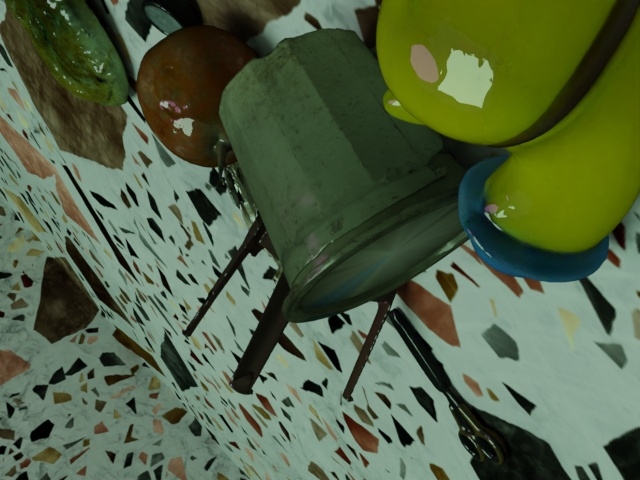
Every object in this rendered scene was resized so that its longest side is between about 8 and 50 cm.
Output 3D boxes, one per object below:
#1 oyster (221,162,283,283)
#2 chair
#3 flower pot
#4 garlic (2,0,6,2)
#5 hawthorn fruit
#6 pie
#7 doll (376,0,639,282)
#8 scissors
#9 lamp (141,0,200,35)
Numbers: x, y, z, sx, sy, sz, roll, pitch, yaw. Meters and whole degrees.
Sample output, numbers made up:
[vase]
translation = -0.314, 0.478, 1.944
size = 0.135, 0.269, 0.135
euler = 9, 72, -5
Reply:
[oyster]
translation = -0.083, -0.051, 1.195
size = 0.199, 0.061, 0.106
euler = 64, 174, -17
[chair]
translation = 0.000, 0.000, 1.000
size = 0.176, 0.183, 0.326
euler = 39, 109, 35
[flower pot]
translation = 0.025, -0.066, 0.786
size = 0.202, 0.212, 0.212
euler = 64, 161, 17
[garlic]
translation = -0.383, -0.384, 1.110
size = 0.207, 0.207, 0.257
euler = 55, 165, -1
[hawthorn fruit]
translation = -0.111, -0.138, 0.975
size = 0.189, 0.149, 0.149
euler = 54, 159, 14
[pie]
translation = -0.389, -0.316, 1.368
size = 0.277, 0.078, 0.277
euler = 46, 157, 25
[doll]
translation = 0.137, -0.090, 0.564
size = 0.199, 0.145, 0.363
euler = -4, 142, 25
[scissors]
translation = 0.146, 0.173, 1.083
size = 0.220, 0.017, 0.088
euler = 55, 161, -3
[lamp]
translation = -0.186, -0.369, 0.938
size = 0.130, 0.108, 0.371
euler = 19, 156, 36
